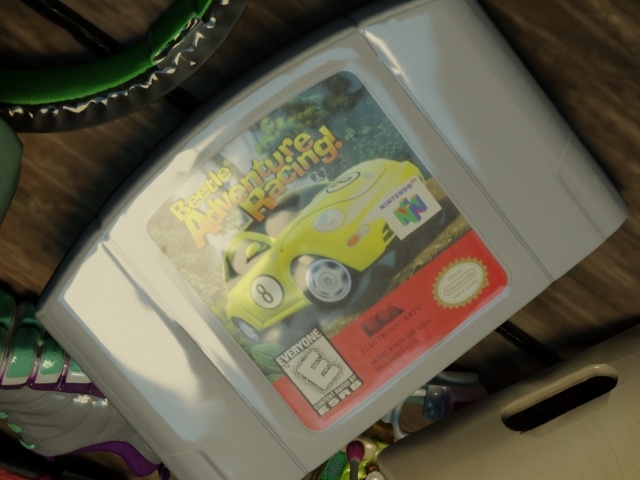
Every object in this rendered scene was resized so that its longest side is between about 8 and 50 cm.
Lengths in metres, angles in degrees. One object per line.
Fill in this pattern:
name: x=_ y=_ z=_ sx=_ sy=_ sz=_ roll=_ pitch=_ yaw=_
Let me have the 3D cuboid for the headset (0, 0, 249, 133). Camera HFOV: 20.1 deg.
headset: x=-0.205 y=-0.229 z=0.919 sx=0.243 sy=0.185 sz=0.394 roll=-43 pitch=120 yaw=14

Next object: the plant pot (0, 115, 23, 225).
plant pot: x=-0.326 y=0.046 z=0.871 sx=0.341 sy=0.341 sz=0.334 roll=27 pitch=76 yaw=-8

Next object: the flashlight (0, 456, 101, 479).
flashlight: x=-0.271 y=0.158 z=1.082 sx=0.304 sy=0.103 sz=0.103 roll=14 pitch=138 yaw=-2

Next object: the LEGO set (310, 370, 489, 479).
LEGO set: x=0.032 y=0.216 z=1.083 sx=0.132 sy=0.107 sz=0.287 roll=1 pitch=112 yaw=3

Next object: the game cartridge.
game cartridge: x=0.000 y=0.000 z=0.990 sx=0.294 sy=0.060 sz=0.196 roll=-39 pitch=102 yaw=2

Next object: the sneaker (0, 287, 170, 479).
sneaker: x=-0.184 y=0.086 z=1.057 sx=0.224 sy=0.083 sz=0.098 roll=15 pitch=118 yaw=-4

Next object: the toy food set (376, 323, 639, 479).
toy food set: x=0.167 y=0.216 z=1.064 sx=0.220 sy=0.092 sz=0.306 roll=-23 pitch=109 yaw=-18
